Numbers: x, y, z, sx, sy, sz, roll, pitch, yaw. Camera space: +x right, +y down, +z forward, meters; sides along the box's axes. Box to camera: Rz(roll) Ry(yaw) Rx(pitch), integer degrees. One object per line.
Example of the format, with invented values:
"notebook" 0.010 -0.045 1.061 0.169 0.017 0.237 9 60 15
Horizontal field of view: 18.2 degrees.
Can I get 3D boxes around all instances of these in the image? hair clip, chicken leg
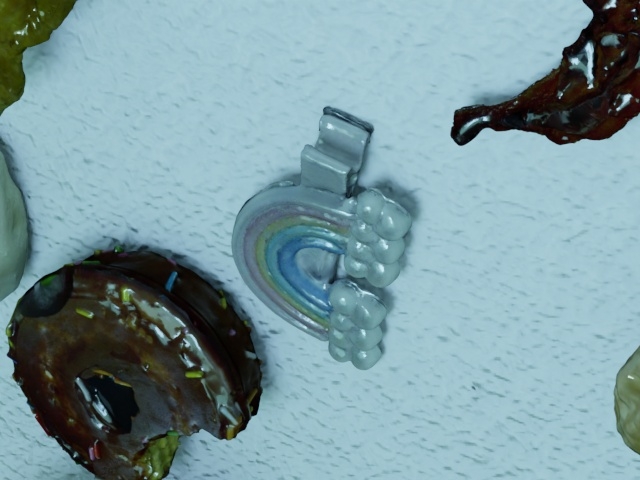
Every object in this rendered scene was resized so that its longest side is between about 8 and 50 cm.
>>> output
"hair clip" 0.000 0.000 1.552 0.140 0.054 0.220 21 134 9
"chicken leg" 0.180 -0.112 1.355 0.089 0.048 0.219 46 133 -1

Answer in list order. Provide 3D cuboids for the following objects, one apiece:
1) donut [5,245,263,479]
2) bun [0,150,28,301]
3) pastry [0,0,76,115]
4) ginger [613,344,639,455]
"donut" -0.156 0.103 1.685 0.216 0.096 0.230 41 134 3
"bun" -0.363 -0.022 1.699 0.231 0.133 0.231 17 129 23
"pastry" -0.277 -0.243 1.501 0.235 0.132 0.240 33 140 -5
"ginger" 0.350 0.200 1.421 0.354 0.126 0.190 48 143 -12
